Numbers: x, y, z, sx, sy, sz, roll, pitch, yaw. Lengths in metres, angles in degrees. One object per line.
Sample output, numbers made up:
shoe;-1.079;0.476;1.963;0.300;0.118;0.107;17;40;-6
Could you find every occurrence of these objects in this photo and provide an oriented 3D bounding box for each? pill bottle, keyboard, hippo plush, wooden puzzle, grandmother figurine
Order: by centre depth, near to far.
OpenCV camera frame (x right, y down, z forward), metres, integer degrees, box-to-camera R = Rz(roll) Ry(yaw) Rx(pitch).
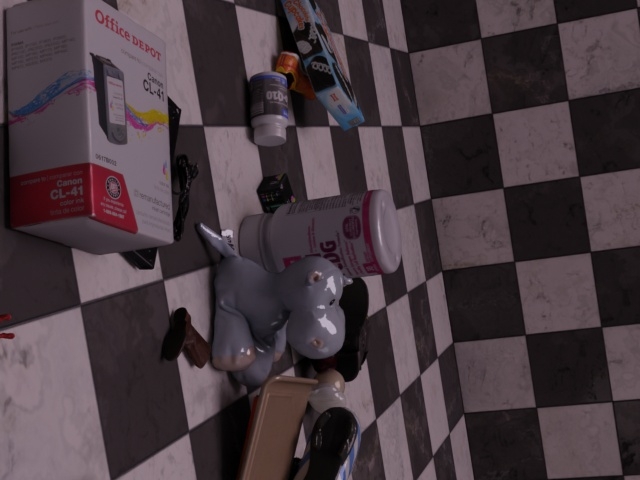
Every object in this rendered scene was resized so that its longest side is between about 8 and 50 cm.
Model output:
keyboard;-0.264;-0.097;1.662;0.201;0.033;0.317;48;39;-48
hippo plush;-0.056;0.109;1.859;0.234;0.236;0.294;15;68;-69
wooden puzzle;-0.089;0.355;1.870;0.221;0.044;0.239;26;82;-68
pill bottle;0.000;0.000;1.991;0.160;0.283;0.160;-8;90;-71
pill bottle;-0.104;-0.265;2.114;0.078;0.078;0.137;33;52;-65
grandmother figurine;0.005;0.197;2.203;0.208;0.104;0.342;27;57;-74

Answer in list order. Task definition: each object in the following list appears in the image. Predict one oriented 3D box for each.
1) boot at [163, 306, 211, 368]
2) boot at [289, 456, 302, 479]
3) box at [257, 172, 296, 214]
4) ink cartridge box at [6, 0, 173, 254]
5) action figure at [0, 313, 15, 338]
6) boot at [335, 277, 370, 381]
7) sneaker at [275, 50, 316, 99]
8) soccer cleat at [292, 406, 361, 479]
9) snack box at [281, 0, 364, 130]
boot;-0.213;0.181;1.694;0.114;0.037;0.106;70;24;-44
boot;-0.044;0.492;2.033;0.099;0.045;0.121;-63;137;-58
box;-0.087;-0.085;2.129;0.062;0.052;0.083;-68;144;-58
ink cartridge box;-0.307;-0.150;1.410;0.226;0.131;0.306;23;62;-68
action figure;-0.396;0.110;1.207;0.115;0.030;0.038;-21;108;-68
boot;0.075;0.195;2.415;0.229;0.091;0.263;-33;130;-77
sneaker;-0.058;-0.357;2.338;0.175;0.064;0.067;42;65;-56
soccer cleat;-0.003;0.474;1.948;0.331;0.116;0.143;-64;161;-18
snack box;-0.001;-0.427;2.374;0.187;0.060;0.322;42;27;-63
